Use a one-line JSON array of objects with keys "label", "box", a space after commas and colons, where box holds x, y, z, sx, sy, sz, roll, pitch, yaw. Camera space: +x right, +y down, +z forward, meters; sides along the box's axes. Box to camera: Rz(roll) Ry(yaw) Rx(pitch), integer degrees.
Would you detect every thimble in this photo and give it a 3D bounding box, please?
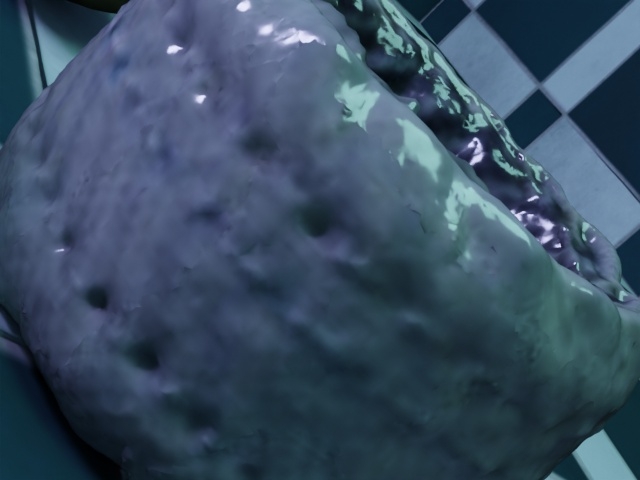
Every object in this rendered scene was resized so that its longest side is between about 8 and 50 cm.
[{"label": "thimble", "box": [0.000, 0.000, 0.425, 0.245, 0.157, 0.217, 54, 16, 27]}]

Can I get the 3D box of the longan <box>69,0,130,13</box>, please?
[{"label": "longan", "box": [-0.125, -0.219, 0.651, 0.185, 0.159, 0.204, 48, -2, 12]}]
